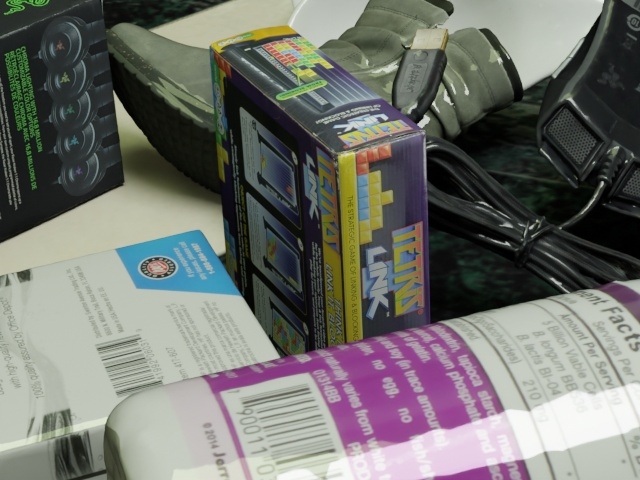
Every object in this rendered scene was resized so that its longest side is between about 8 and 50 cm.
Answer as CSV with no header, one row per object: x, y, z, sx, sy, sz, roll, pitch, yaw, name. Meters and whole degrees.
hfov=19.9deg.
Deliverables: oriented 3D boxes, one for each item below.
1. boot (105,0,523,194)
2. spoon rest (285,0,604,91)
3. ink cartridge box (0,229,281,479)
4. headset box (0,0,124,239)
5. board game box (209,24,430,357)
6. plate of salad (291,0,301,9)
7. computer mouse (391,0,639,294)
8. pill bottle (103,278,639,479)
-0.008,-0.096,1.092,0.246,0.083,0.161,32,66,35,boot
0.110,-0.115,1.124,0.276,0.084,0.137,0,67,5,spoon rest
-0.127,0.082,0.843,0.203,0.086,0.148,-14,31,-13,ink cartridge box
-0.290,-0.083,1.100,0.283,0.131,0.246,-27,38,-34,headset box
0.000,0.000,0.882,0.048,0.170,0.141,-17,34,-23,board game box
0.080,-0.163,1.263,0.200,0.048,0.200,-2,33,1,plate of salad
0.133,-0.077,1.007,0.184,0.060,0.262,27,58,-4,computer mouse
0.081,0.108,0.691,0.301,0.169,0.169,-11,31,-12,pill bottle
